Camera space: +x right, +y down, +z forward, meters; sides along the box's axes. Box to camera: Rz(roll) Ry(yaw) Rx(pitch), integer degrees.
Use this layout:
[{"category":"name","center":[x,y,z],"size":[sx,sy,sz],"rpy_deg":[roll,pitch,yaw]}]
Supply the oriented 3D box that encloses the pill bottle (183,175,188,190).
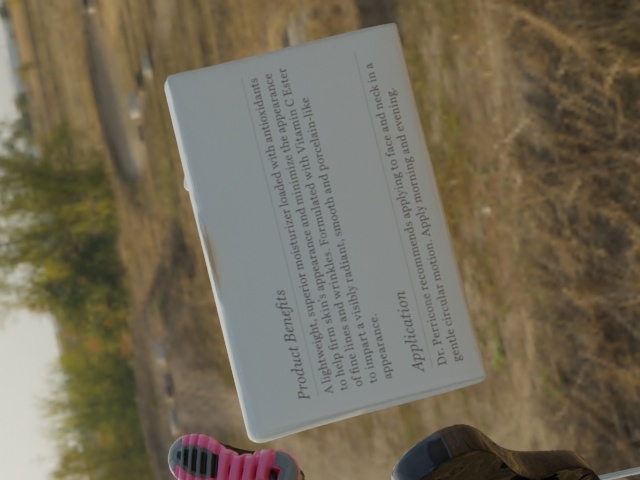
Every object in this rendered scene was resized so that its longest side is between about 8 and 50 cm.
[{"category":"pill bottle","center":[-0.045,-0.048,1.498],"size":[0.117,0.215,0.117],"rpy_deg":[-49,25,32]}]

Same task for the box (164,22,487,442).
[{"category":"box","center":[0.000,0.000,0.693],"size":[0.182,0.119,0.180],"rpy_deg":[115,141,-87]}]

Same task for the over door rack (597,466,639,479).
[{"category":"over door rack","center":[0.365,0.309,1.221],"size":[0.108,0.324,0.239],"rpy_deg":[39,-141,-33]}]

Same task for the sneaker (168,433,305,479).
[{"category":"sneaker","center":[-0.067,0.189,1.067],"size":[0.057,0.119,0.047],"rpy_deg":[37,-116,-67]}]

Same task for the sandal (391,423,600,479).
[{"category":"sandal","center":[0.139,0.199,0.967],"size":[0.254,0.097,0.054],"rpy_deg":[22,-151,-50]}]
